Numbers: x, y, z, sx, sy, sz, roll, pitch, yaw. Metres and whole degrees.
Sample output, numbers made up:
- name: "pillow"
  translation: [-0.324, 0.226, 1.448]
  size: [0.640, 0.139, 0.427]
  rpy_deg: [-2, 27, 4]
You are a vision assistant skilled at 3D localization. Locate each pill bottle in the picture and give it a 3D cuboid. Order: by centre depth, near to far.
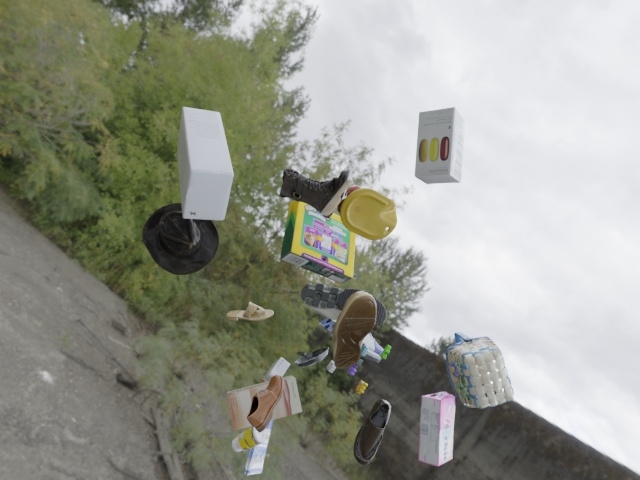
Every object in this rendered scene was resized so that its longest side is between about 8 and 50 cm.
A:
- name: "pill bottle"
  translation: [-0.262, 0.721, 1.579]
  size: [0.065, 0.116, 0.065]
  rpy_deg: [49, 19, -23]

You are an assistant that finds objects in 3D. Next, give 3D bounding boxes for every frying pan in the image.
- name: "frying pan"
  translation: [-0.084, 0.629, 2.307]
  size: [0.326, 0.197, 0.053]
  rpy_deg: [-28, -96, 45]

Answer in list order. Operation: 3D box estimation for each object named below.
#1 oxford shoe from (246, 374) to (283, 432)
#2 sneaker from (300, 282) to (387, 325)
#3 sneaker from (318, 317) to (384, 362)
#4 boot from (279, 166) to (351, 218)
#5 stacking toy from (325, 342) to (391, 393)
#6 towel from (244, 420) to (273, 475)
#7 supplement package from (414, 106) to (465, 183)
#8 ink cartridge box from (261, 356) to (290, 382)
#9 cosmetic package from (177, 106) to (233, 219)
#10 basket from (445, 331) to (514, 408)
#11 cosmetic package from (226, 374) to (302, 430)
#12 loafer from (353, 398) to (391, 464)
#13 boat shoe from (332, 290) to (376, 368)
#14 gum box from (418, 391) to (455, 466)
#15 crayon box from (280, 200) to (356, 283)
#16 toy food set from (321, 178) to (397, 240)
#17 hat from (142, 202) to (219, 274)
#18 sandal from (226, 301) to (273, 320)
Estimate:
- name: "oxford shoe"
  translation: [-0.178, 0.511, 1.421]
  size: [0.076, 0.076, 0.212]
  rpy_deg: [44, 29, -11]
- name: "sneaker"
  translation: [0.094, 0.254, 1.665]
  size: [0.330, 0.122, 0.146]
  rpy_deg: [16, -27, 15]
- name: "sneaker"
  translation: [0.166, 0.385, 1.928]
  size: [0.315, 0.182, 0.127]
  rpy_deg: [31, -19, 13]
- name: "boot"
  translation: [-0.029, -0.197, 1.558]
  size: [0.229, 0.091, 0.263]
  rpy_deg: [28, -42, -4]
- name: "stacking toy"
  translation: [0.146, 0.457, 1.680]
  size: [0.167, 0.221, 0.052]
  rpy_deg: [36, -7, -10]
- name: "towel"
  translation: [-0.317, 1.081, 2.299]
  size: [0.034, 0.285, 0.209]
  rpy_deg: [5, -24, 19]
- name: "supplement package"
  translation: [0.439, -0.340, 1.596]
  size: [0.139, 0.244, 0.134]
  rpy_deg: [1, -7, 35]
- name: "ink cartridge box"
  translation: [-0.224, 0.660, 2.180]
  size: [0.063, 0.109, 0.150]
  rpy_deg: [39, -36, -1]
- name: "cosmetic package"
  translation: [-0.470, -0.314, 1.736]
  size: [0.453, 0.161, 0.230]
  rpy_deg: [-110, -148, -42]
- name: "basket"
  translation: [0.556, 0.463, 1.566]
  size: [0.289, 0.201, 0.255]
  rpy_deg: [47, 28, -80]
- name: "cosmetic package"
  translation: [-0.243, 0.694, 1.872]
  size: [0.129, 0.296, 0.153]
  rpy_deg: [137, -60, -73]
- name: "loafer"
  translation: [0.172, 0.629, 1.448]
  size: [0.080, 0.220, 0.078]
  rpy_deg: [21, -26, 12]
- name: "boat shoe"
  translation: [0.092, 0.279, 1.433]
  size: [0.110, 0.121, 0.341]
  rpy_deg: [-109, -154, -48]
- name: "gum box"
  translation: [0.340, 0.540, 1.268]
  size: [0.062, 0.188, 0.107]
  rpy_deg: [-2, -12, 38]
- name: "crayon box"
  translation: [0.000, 0.000, 2.127]
  size: [0.362, 0.313, 0.106]
  rpy_deg: [25, -36, -27]
- name: "toy food set"
  translation: [0.110, -0.088, 1.190]
  size: [0.217, 0.128, 0.071]
  rpy_deg: [26, 14, -27]
- name: "hat"
  translation: [-0.584, -0.029, 1.836]
  size: [0.331, 0.331, 0.134]
  rpy_deg: [44, -25, 2]
- name: "sandal"
  translation: [-0.356, 0.343, 2.152]
  size: [0.088, 0.240, 0.079]
  rpy_deg: [-70, 152, -64]
